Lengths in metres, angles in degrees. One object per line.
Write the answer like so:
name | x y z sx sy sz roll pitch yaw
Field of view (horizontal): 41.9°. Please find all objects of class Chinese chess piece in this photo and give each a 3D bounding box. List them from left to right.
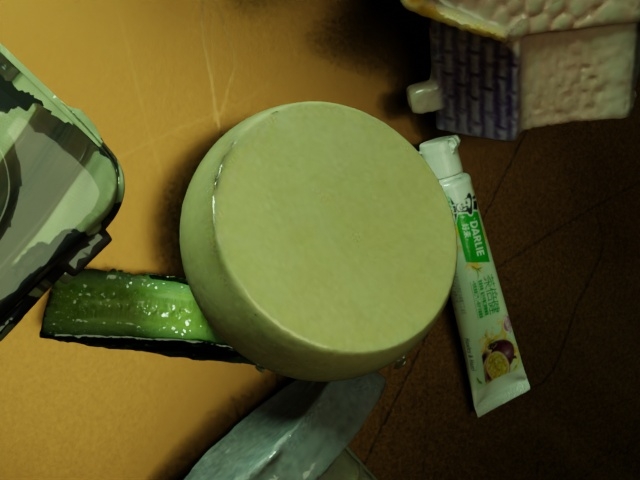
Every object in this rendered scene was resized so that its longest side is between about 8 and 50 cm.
Chinese chess piece | 0.000 0.000 0.791 0.273 0.102 0.273 9 67 -22

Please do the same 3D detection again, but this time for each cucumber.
cucumber | -0.155 0.077 0.800 0.212 0.062 0.078 6 58 -15

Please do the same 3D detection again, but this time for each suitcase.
suitcase | -0.369 -0.033 0.642 0.339 0.194 0.351 44 76 -10

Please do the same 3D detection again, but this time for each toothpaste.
toothpaste | 0.165 0.040 0.927 0.058 0.056 0.314 -13 102 20

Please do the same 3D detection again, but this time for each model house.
model house | 0.187 -0.245 0.860 0.238 0.202 0.236 -9 129 -1

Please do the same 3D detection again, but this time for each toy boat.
toy boat | -0.015 0.286 0.833 0.276 0.111 0.293 -26 105 -19
